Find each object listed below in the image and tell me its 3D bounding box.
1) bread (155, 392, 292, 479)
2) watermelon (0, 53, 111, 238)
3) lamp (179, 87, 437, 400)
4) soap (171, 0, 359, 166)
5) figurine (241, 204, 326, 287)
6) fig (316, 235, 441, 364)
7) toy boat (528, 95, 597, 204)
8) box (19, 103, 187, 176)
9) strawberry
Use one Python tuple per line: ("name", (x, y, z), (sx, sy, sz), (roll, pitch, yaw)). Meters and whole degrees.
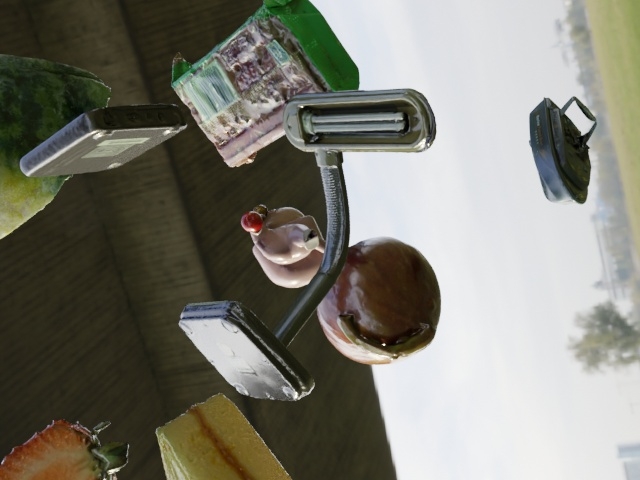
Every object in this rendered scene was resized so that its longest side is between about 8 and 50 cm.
("bread", (-0.111, 0.372, 1.219), (0.168, 0.163, 0.264), (-25, -77, -50))
("watermelon", (-0.451, -0.136, 1.162), (0.310, 0.232, 0.193), (-58, -21, -3))
("lamp", (0.006, 0.002, 0.737), (0.124, 0.203, 0.283), (36, -113, -28))
("soap", (-0.090, -0.228, 1.185), (0.218, 0.273, 0.098), (53, -131, -11))
("figurine", (-0.066, -0.005, 1.732), (0.287, 0.176, 0.186), (52, -165, -76))
("fig", (0.090, 0.098, 1.200), (0.205, 0.205, 0.205), (-12, -90, -70))
("toy boat", (0.371, -0.132, 1.248), (0.093, 0.103, 0.246), (40, -146, -21))
("box", (-0.208, -0.093, 0.790), (0.126, 0.125, 0.027), (-17, -96, -55))
("strawberry", (-0.470, 0.427, 1.424), (0.188, 0.286, 0.106), (57, 152, 17))
